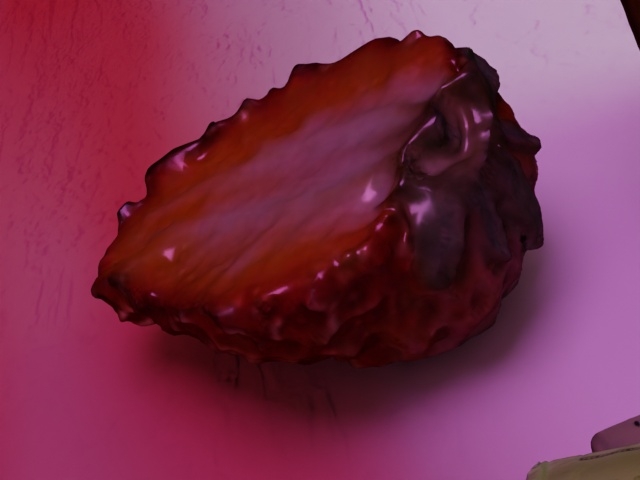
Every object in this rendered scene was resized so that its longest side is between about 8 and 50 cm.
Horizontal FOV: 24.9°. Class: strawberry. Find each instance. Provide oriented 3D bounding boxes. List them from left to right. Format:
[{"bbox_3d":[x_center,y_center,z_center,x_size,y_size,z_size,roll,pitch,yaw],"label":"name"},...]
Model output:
[{"bbox_3d":[0.000,0.000,1.006,0.336,0.149,0.265,-14,41,36],"label":"strawberry"}]

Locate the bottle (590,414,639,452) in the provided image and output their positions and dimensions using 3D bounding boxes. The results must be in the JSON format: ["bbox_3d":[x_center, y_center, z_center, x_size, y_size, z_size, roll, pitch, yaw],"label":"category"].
[{"bbox_3d":[0.249,0.108,0.718,0.209,0.097,0.110,-23,41,6],"label":"bottle"}]

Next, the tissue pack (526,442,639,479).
[{"bbox_3d":[0.211,0.153,0.603,0.234,0.159,0.125,-16,0,16],"label":"tissue pack"}]

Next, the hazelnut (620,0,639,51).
[{"bbox_3d":[0.364,-0.242,0.855,0.352,0.421,0.421,1,29,-17],"label":"hazelnut"}]
